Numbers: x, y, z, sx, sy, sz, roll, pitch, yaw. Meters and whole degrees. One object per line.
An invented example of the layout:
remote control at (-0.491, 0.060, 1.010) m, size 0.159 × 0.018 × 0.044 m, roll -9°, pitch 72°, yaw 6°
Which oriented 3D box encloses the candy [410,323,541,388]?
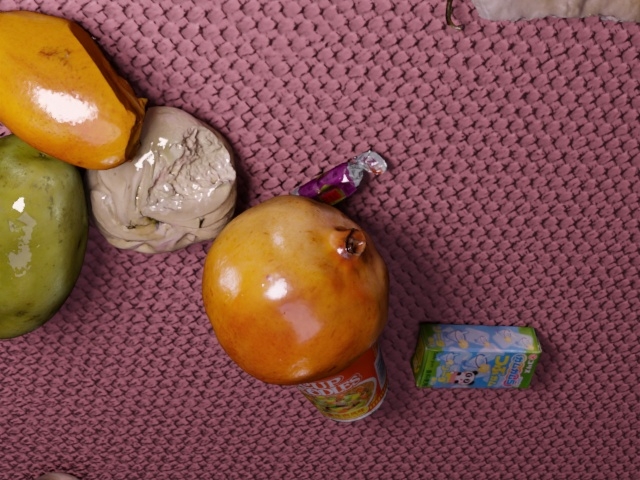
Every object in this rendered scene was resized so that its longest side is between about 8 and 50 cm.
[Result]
candy at (0.252, 0.189, 1.904) m, size 0.195 × 0.062 × 0.097 m, roll 2°, pitch 131°, yaw -9°

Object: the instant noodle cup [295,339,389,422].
instant noodle cup at (0.017, 0.174, 1.801) m, size 0.193 × 0.193 × 0.212 m, roll -17°, pitch 141°, yaw 9°

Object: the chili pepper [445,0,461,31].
chili pepper at (0.166, -0.367, 1.403) m, size 0.059 × 0.050 × 0.268 m, roll 9°, pitch 131°, yaw 7°

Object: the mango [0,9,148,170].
mango at (-0.325, -0.189, 1.438) m, size 0.252 × 0.126 × 0.154 m, roll 36°, pitch 96°, yaw -6°

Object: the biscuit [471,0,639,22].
biscuit at (0.306, -0.334, 1.432) m, size 0.290 × 0.038 × 0.141 m, roll -1°, pitch 122°, yaw -19°

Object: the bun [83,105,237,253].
bun at (-0.215, -0.068, 1.586) m, size 0.210 × 0.116 × 0.237 m, roll 10°, pitch 131°, yaw -15°

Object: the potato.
potato at (-0.414, -0.002, 1.564) m, size 0.216 × 0.216 × 0.304 m, roll 20°, pitch 119°, yaw -22°

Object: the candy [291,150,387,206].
candy at (0.013, -0.073, 1.653) m, size 0.175 × 0.043 × 0.045 m, roll -28°, pitch 127°, yaw 24°

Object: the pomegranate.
pomegranate at (-0.030, 0.061, 1.595) m, size 0.264 × 0.264 × 0.264 m, roll -3°, pitch 132°, yaw -3°

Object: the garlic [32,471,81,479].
garlic at (-0.483, 0.485, 2.044) m, size 0.198 × 0.128 × 0.090 m, roll -34°, pitch 143°, yaw 19°
